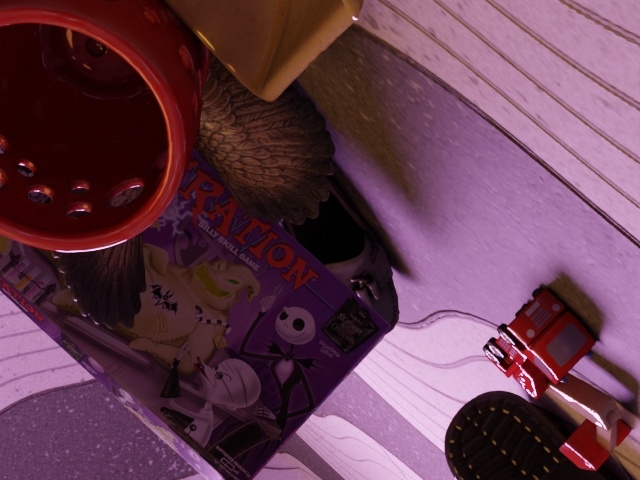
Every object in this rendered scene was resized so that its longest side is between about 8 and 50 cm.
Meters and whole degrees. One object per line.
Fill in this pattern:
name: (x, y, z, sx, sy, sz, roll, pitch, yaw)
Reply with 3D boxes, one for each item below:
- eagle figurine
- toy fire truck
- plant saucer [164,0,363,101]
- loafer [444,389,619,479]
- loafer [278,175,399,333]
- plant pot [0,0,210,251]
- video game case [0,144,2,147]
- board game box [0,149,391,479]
eagle figurine: (-0.147, -0.110, 1.428, 0.225, 0.226, 0.298, -18, -103, -58)
toy fire truck: (0.194, 0.113, 1.360, 0.135, 0.047, 0.192, 44, 169, 7)
plant saucer: (-0.095, -0.248, 1.022, 0.333, 0.081, 0.333, 47, 169, -4)
loafer: (0.268, 0.282, 1.580, 0.366, 0.134, 0.130, 53, -165, 12)
loafer: (0.000, 0.000, 1.582, 0.084, 0.096, 0.267, 19, 150, 56)
plant pot: (-0.170, -0.113, 1.227, 0.191, 0.191, 0.174, 49, -152, -18)
video game case: (-0.471, -0.158, 2.305, 0.204, 0.285, 0.025, 32, 147, 53)
board game box: (-0.134, 0.036, 1.508, 0.347, 0.208, 0.056, 41, 154, 6)
